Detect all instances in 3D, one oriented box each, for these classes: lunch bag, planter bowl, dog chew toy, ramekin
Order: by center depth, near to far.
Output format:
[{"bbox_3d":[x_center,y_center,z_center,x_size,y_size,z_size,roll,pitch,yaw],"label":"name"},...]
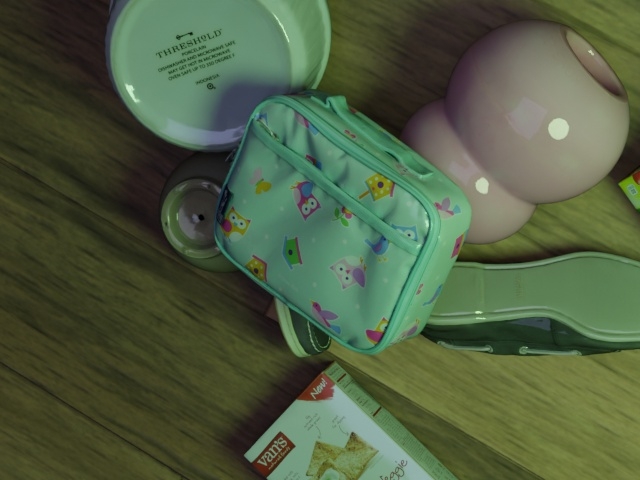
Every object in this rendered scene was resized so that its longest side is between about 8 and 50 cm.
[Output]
[{"bbox_3d":[0.016,-0.030,1.502,0.279,0.108,0.224,36,123,24],"label":"lunch bag"},{"bbox_3d":[0.181,-0.091,1.546,0.332,0.206,0.206,-42,86,26],"label":"dog chew toy"},{"bbox_3d":[-0.125,-0.225,1.598,0.273,0.127,0.272,3,119,6],"label":"ramekin"},{"bbox_3d":[-0.130,-0.032,1.683,0.162,0.109,0.162,3,100,16],"label":"planter bowl"}]

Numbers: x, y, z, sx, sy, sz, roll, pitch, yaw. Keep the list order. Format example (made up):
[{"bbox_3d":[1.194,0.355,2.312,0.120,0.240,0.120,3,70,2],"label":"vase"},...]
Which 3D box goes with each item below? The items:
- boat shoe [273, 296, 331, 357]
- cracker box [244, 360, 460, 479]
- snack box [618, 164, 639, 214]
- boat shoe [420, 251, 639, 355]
[{"bbox_3d":[0.000,0.000,1.656,0.092,0.103,0.285,0,93,21],"label":"boat shoe"},{"bbox_3d":[0.043,0.286,1.704,0.232,0.067,0.155,43,107,7],"label":"cracker box"},{"bbox_3d":[0.453,-0.044,1.483,0.174,0.070,0.207,56,142,-1],"label":"snack box"},{"bbox_3d":[0.264,0.080,1.608,0.335,0.095,0.112,2,63,12],"label":"boat shoe"}]
